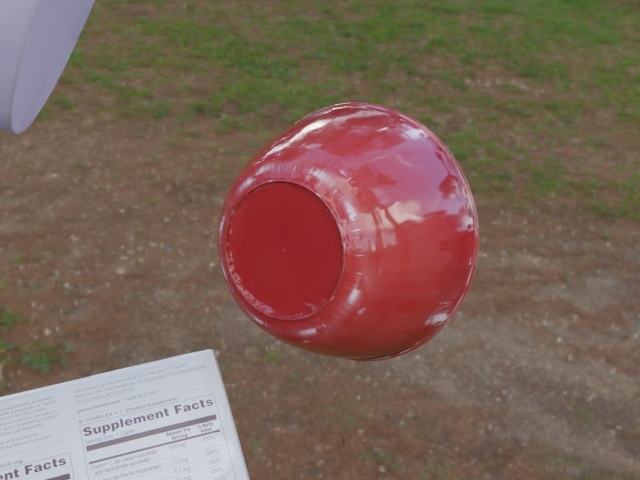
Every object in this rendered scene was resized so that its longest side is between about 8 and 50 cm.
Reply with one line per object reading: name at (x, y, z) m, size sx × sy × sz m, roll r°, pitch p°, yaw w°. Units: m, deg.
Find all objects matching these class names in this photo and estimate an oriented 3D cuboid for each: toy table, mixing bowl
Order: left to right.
toy table at (-0.243, -0.229, 0.632) m, size 0.160 × 0.274 × 0.252 m, roll 24°, pitch 14°, yaw -8°
mixing bowl at (0.000, 0.000, 0.574) m, size 0.181 × 0.182 × 0.098 m, roll 13°, pitch 12°, yaw 28°

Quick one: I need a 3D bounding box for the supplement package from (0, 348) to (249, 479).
supplement package at (-0.157, 0.221, 0.638) m, size 0.204 × 0.262 × 0.145 m, roll -12°, pitch 56°, yaw -14°
